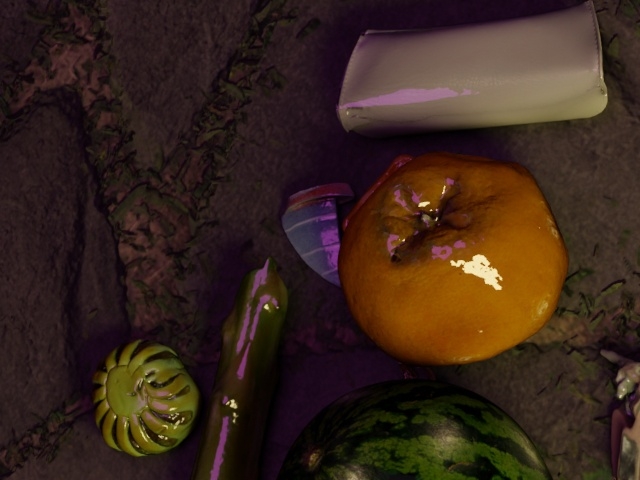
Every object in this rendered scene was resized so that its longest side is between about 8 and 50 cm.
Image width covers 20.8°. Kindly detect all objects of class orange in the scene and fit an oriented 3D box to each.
[{"bbox_3d":[0.139,0.020,1.834,0.249,0.183,0.249,-8,69,22],"label":"orange"}]

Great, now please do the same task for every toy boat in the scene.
[{"bbox_3d":[0.000,0.001,1.984,0.096,0.034,0.122,-14,69,24],"label":"toy boat"}]

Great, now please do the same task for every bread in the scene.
[{"bbox_3d":[-0.203,0.177,1.991,0.130,0.071,0.139,-25,65,19],"label":"bread"}]

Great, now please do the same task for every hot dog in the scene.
[{"bbox_3d":[0.074,-0.044,1.963,0.133,0.041,0.056,-46,46,-10],"label":"hot dog"}]

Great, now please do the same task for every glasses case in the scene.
[{"bbox_3d":[0.173,-0.186,1.947,0.308,0.083,0.128,-4,65,22],"label":"glasses case"}]

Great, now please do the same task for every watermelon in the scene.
[{"bbox_3d":[0.092,0.278,1.719,0.285,0.285,0.285,-7,70,21],"label":"watermelon"}]

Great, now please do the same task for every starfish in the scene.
[{"bbox_3d":[0.096,0.177,1.888,0.078,0.028,0.091,32,89,34],"label":"starfish"}]

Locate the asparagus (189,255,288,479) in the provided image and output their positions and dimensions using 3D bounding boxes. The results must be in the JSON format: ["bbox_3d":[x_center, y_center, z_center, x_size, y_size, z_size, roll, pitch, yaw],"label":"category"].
[{"bbox_3d":[-0.091,0.187,1.932,0.082,0.085,0.343,8,77,11],"label":"asparagus"}]

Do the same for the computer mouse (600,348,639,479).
[{"bbox_3d":[0.394,0.231,1.698,0.199,0.115,0.389,-56,41,13],"label":"computer mouse"}]
